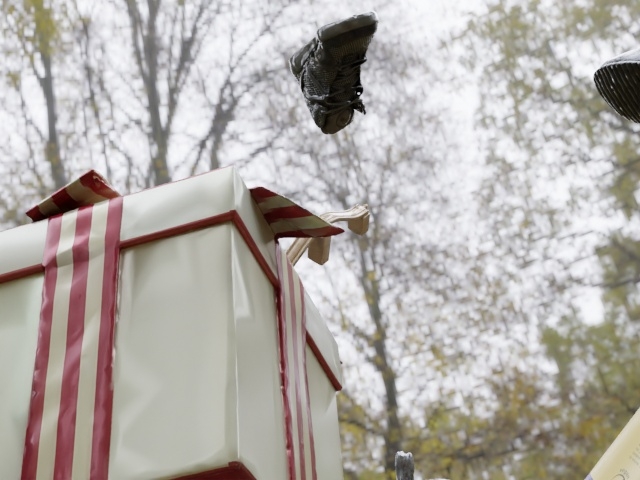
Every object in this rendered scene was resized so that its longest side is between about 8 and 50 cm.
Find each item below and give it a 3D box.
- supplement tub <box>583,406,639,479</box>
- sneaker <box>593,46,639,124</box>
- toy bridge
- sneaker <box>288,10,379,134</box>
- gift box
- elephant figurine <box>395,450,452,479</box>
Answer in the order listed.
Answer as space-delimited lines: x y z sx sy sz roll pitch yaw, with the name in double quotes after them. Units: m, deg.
0.381 0.167 0.932 0.241 0.241 0.331 31 -84 -45 "supplement tub"
0.484 -0.218 1.405 0.330 0.146 0.122 0 -43 51 "sneaker"
0.000 0.000 1.437 0.188 0.026 0.063 -38 -35 -39 "toy bridge"
0.033 -0.224 1.582 0.087 0.130 0.227 -18 -5 -25 "sneaker"
-0.097 0.114 0.810 0.276 0.258 0.255 -13 -40 7 "gift box"
0.187 0.345 1.215 0.186 0.169 0.239 21 -4 -33 "elephant figurine"
